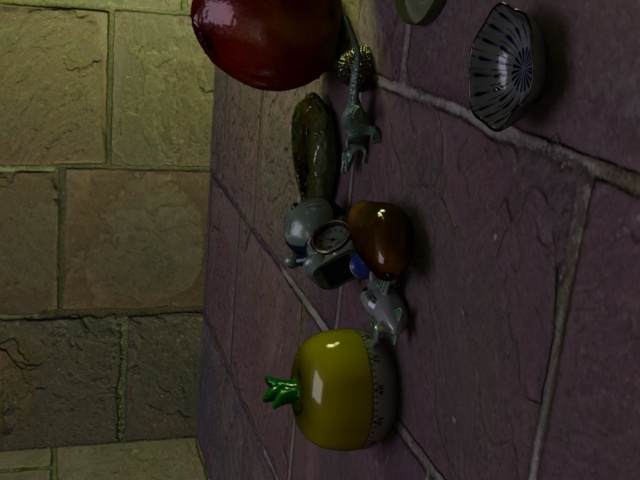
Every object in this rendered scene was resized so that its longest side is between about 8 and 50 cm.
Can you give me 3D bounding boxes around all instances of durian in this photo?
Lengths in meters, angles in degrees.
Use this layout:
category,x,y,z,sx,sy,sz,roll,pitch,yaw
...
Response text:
category,x,y,z,sx,sy,sz,roll,pitch,yaw
durian,0.075,-0.375,1.982,0.140,0.071,0.110,-114,28,-43

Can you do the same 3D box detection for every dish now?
category,x,y,z,sx,sy,sz,roll,pitch,yaw
dish,0.287,-0.251,1.299,0.190,0.066,0.191,-179,90,-70

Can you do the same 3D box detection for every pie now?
category,x,y,z,sx,sy,sz,roll,pitch,yaw
pie,-0.024,-0.220,2.305,0.323,0.070,0.323,178,90,-74

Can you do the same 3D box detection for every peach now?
category,x,y,z,sx,sy,sz,roll,pitch,yaw
peach,-0.134,-0.533,2.168,0.370,0.370,0.370,180,90,-73

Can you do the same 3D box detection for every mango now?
category,x,y,z,sx,sy,sz,roll,pitch,yaw
mango,0.122,-0.011,1.761,0.267,0.111,0.133,-121,33,-63

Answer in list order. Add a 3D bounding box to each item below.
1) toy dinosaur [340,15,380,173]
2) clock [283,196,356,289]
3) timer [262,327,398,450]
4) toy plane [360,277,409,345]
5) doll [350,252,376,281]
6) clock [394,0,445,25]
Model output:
category,x,y,z,sx,sy,sz,roll,pitch,yaw
toy dinosaur,0.088,-0.285,1.917,0.129,0.076,0.383,54,147,42
clock,0.000,0.000,2.082,0.146,0.199,0.243,54,-174,-40
timer,0.005,0.317,1.882,0.285,0.285,0.285,180,90,-73
toy plane,0.128,0.137,1.800,0.174,0.080,0.174,-179,90,-75
doll,0.104,0.046,1.915,0.099,0.057,0.143,64,157,8
clock,0.191,-0.523,1.665,0.235,0.029,0.235,179,90,-73
